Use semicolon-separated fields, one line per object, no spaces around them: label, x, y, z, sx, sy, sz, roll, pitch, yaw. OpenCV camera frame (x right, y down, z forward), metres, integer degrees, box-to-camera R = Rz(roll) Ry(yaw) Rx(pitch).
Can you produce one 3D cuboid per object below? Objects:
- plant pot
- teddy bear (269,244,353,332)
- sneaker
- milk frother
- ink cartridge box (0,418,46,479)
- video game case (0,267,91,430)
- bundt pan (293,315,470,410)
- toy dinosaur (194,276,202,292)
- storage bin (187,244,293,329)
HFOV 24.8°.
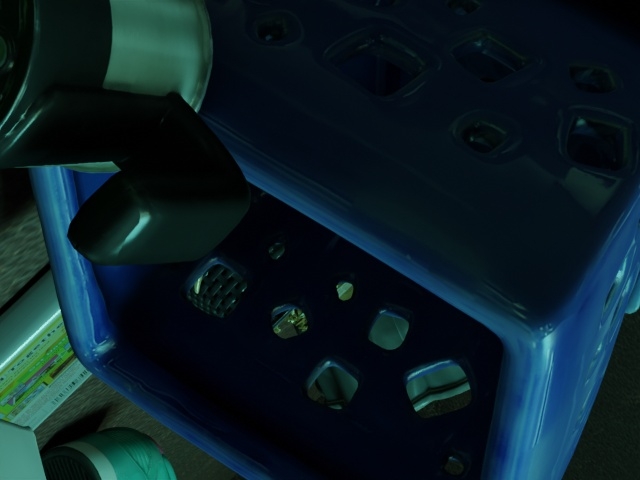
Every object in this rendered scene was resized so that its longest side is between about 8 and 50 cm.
plant pot;0.034;-0.024;0.617;0.212;0.236;0.236;-49;158;-30
teddy bear;0.000;0.000;1.240;0.338;0.113;0.245;-36;163;-16
sneaker;-0.226;0.272;1.312;0.295;0.124;0.178;-51;161;26
milk frother;-0.108;-0.027;0.431;0.143;0.129;0.135;-27;176;15
ink cartridge box;-0.185;0.111;0.372;0.219;0.092;0.160;-18;165;3
video game case;-0.205;0.103;0.886;0.227;0.026;0.206;-44;172;-10
bundt pan;0.107;0.027;1.468;0.331;0.124;0.331;-29;-160;12
toy dinosaur;-0.049;-0.060;0.814;0.112;0.064;0.211;-32;159;-11
storage bin;-0.023;-0.013;1.041;0.180;0.084;0.122;-45;172;-15
